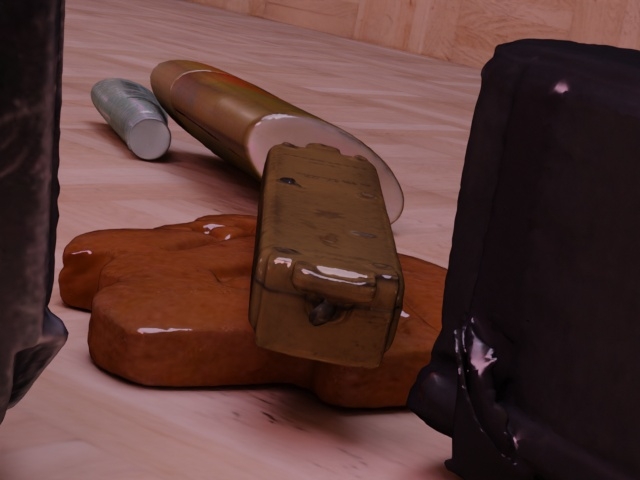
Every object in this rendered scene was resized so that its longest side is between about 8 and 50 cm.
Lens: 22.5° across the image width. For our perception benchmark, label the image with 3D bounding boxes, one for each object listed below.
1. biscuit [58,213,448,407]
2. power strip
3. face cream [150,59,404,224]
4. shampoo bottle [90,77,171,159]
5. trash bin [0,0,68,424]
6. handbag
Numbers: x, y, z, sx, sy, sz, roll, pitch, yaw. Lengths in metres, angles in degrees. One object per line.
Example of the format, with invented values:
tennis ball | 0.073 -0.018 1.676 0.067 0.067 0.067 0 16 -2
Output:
biscuit | 0.020 0.035 0.824 0.306 0.043 0.284 11 11 4
power strip | 0.000 0.000 0.772 0.064 0.044 0.305 11 13 -4
face cream | -0.043 -0.081 1.271 0.139 0.067 0.285 30 2 -25
shampoo bottle | -0.157 -0.105 1.389 0.069 0.041 0.191 24 7 -18
trash bin | -0.278 -0.071 0.499 0.367 0.296 0.256 -5 19 -36
handbag | 0.161 0.035 0.596 0.181 0.181 0.254 2 16 -40
